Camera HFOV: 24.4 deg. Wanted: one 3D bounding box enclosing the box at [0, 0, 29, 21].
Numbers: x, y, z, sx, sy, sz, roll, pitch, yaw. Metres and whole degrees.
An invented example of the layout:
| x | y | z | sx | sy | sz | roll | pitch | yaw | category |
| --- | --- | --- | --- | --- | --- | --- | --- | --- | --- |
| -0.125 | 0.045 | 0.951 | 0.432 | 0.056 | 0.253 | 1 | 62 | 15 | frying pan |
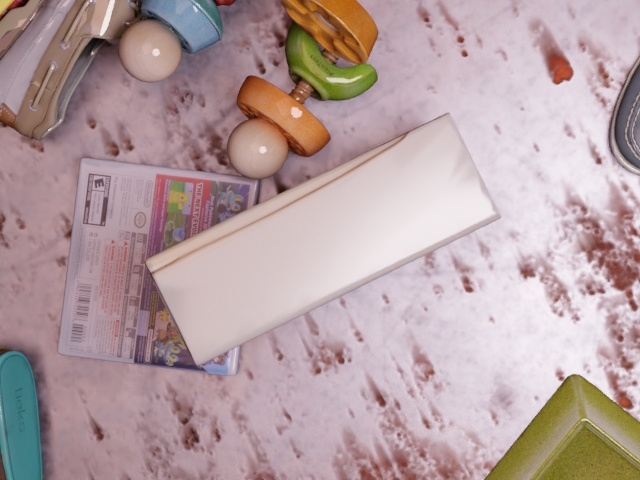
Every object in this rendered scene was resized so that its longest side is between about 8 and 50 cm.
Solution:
| x | y | z | sx | sy | sz | roll | pitch | yaw | category |
| --- | --- | --- | --- | --- | --- | --- | --- | --- | --- |
| -0.386 | -0.178 | 1.477 | 0.058 | 0.087 | 0.232 | 44 | 91 | 1 | box |

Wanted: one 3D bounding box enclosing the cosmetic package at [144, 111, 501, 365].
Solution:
| x | y | z | sx | sy | sz | roll | pitch | yaw | category |
| --- | --- | --- | --- | --- | --- | --- | --- | --- | --- |
| 0.000 | 0.000 | 1.400 | 0.309 | 0.160 | 0.113 | -27 | 90 | -3 | cosmetic package |

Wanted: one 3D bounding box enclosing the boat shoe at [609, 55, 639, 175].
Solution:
| x | y | z | sx | sy | sz | roll | pitch | yaw | category |
| --- | --- | --- | --- | --- | --- | --- | --- | --- | --- |
| 0.401 | -0.192 | 1.419 | 0.116 | 0.099 | 0.319 | 45 | 92 | 2 | boat shoe |

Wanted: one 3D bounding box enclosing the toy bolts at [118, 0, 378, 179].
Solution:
| x | y | z | sx | sy | sz | roll | pitch | yaw | category |
| --- | --- | --- | --- | --- | --- | --- | --- | --- | --- |
| -0.074 | -0.175 | 1.387 | 0.228 | 0.218 | 0.158 | 39 | 80 | -1 | toy bolts |

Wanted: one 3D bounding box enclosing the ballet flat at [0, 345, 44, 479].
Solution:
| x | y | z | sx | sy | sz | roll | pitch | yaw | category |
| --- | --- | --- | --- | --- | --- | --- | --- | --- | --- |
| -0.326 | 0.276 | 1.468 | 0.124 | 0.116 | 0.342 | -13 | 89 | 24 | ballet flat |

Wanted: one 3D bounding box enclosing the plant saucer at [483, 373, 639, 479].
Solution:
| x | y | z | sx | sy | sz | roll | pitch | yaw | category |
| --- | --- | --- | --- | --- | --- | --- | --- | --- | --- |
| 0.266 | 0.260 | 1.454 | 0.188 | 0.045 | 0.188 | 39 | 92 | 3 | plant saucer |

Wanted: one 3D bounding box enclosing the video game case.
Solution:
| x | y | z | sx | sy | sz | roll | pitch | yaw | category |
| --- | --- | --- | --- | --- | --- | --- | --- | --- | --- |
| -0.163 | 0.026 | 1.493 | 0.183 | 0.023 | 0.201 | 7 | 89 | 4 | video game case |

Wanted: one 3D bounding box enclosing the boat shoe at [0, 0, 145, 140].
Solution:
| x | y | z | sx | sy | sz | roll | pitch | yaw | category |
| --- | --- | --- | --- | --- | --- | --- | --- | --- | --- |
| -0.221 | -0.233 | 1.460 | 0.103 | 0.113 | 0.302 | 42 | 102 | 1 | boat shoe |
